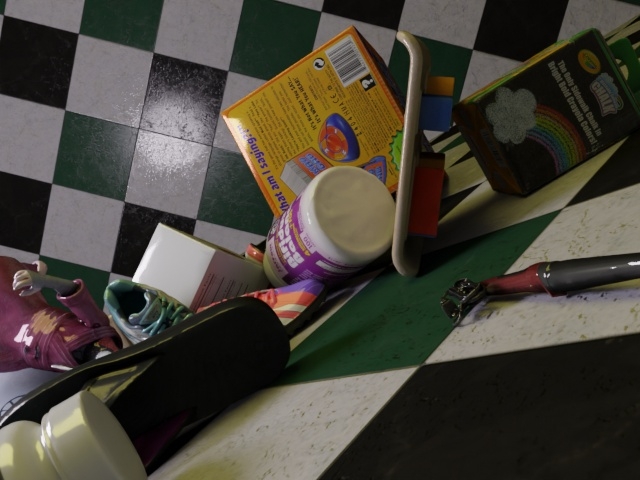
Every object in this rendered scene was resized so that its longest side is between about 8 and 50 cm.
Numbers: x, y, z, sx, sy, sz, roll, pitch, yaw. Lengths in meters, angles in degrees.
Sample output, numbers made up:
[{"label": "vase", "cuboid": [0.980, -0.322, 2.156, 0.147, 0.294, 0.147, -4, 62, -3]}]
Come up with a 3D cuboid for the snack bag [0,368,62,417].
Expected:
[{"label": "snack bag", "cuboid": [-0.502, 0.296, 1.061, 0.323, 0.037, 0.342, 8, 39, 25]}]

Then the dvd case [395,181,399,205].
[{"label": "dvd case", "cuboid": [0.144, -0.049, 1.238, 0.013, 0.087, 0.119, 4, -13, 3]}]

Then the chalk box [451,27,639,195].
[{"label": "chalk box", "cuboid": [0.396, -0.225, 1.117, 0.289, 0.180, 0.179, -30, 7, 1]}]

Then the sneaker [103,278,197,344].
[{"label": "sneaker", "cuboid": [-0.224, 0.142, 0.994, 0.283, 0.122, 0.110, 21, 65, 31]}]

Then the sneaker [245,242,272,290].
[{"label": "sneaker", "cuboid": [-0.149, 0.090, 1.542, 0.314, 0.115, 0.136, 89, -154, -84]}]

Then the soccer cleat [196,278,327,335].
[{"label": "soccer cleat", "cuboid": [-0.137, 0.138, 1.105, 0.318, 0.116, 0.108, -32, 7, -3]}]

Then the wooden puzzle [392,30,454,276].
[{"label": "wooden puzzle", "cuboid": [0.169, -0.148, 1.066, 0.080, 0.348, 0.322, 2, 15, 11]}]

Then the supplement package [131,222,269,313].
[{"label": "supplement package", "cuboid": [-0.216, 0.074, 1.259, 0.134, 0.139, 0.244, -65, -22, -2]}]

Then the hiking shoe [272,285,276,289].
[{"label": "hiking shoe", "cuboid": [-0.021, 0.042, 1.416, 0.227, 0.086, 0.114, -36, 12, -29]}]

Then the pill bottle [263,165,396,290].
[{"label": "pill bottle", "cuboid": [0.000, 0.000, 1.194, 0.169, 0.169, 0.301, -35, -3, -30]}]

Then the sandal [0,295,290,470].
[{"label": "sandal", "cuboid": [-0.241, 0.220, 0.846, 0.445, 0.168, 0.107, -32, 24, -3]}]

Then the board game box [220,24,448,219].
[{"label": "board game box", "cuboid": [0.051, -0.224, 1.597, 0.356, 0.357, 0.356, -30, -5, 15]}]

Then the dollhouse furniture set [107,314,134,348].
[{"label": "dollhouse furniture set", "cuboid": [-0.366, 0.197, 1.451, 0.303, 0.174, 0.355, -30, 7, 10]}]

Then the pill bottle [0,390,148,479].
[{"label": "pill bottle", "cuboid": [-0.334, 0.291, 0.686, 0.283, 0.161, 0.161, -33, 7, -10]}]

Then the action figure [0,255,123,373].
[{"label": "action figure", "cuboid": [-0.444, 0.173, 1.092, 0.275, 0.370, 0.248, 25, -98, -76]}]

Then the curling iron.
[{"label": "curling iron", "cuboid": [0.205, 0.044, 0.622, 0.068, 0.035, 0.274, -40, 9, -28]}]
